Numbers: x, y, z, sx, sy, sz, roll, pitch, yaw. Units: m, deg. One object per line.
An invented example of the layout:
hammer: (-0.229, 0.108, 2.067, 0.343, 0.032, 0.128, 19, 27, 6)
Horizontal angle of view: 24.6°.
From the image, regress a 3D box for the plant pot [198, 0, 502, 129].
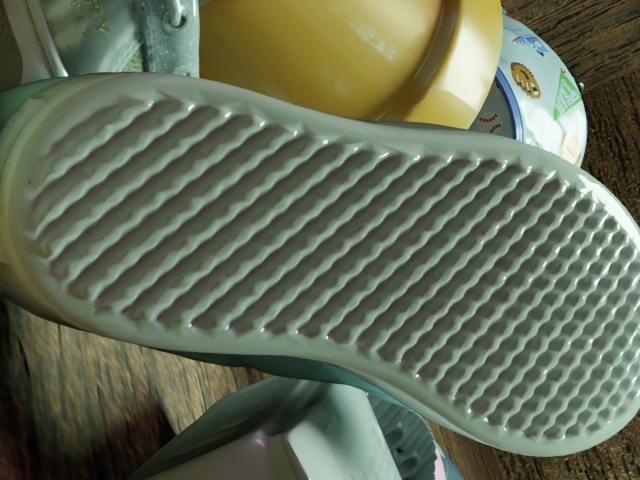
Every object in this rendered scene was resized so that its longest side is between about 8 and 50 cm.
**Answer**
plant pot: (-0.024, -0.145, 0.860, 0.188, 0.205, 0.205, 35, 29, -52)

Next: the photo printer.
photo printer: (0.018, 0.221, 0.685, 0.256, 0.107, 0.307, -31, 98, -83)

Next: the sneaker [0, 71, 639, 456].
sneaker: (0.000, 0.000, 0.647, 0.366, 0.135, 0.150, 21, -3, -37)

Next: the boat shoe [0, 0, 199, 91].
boat shoe: (-0.085, -0.044, 0.749, 0.320, 0.103, 0.118, 72, -2, -63)

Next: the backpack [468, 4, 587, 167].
backpack: (0.051, -0.054, 1.056, 0.276, 0.263, 0.213, 37, 23, 22)

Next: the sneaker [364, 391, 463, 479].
sneaker: (0.022, 0.152, 1.076, 0.131, 0.112, 0.319, 49, -5, 31)
